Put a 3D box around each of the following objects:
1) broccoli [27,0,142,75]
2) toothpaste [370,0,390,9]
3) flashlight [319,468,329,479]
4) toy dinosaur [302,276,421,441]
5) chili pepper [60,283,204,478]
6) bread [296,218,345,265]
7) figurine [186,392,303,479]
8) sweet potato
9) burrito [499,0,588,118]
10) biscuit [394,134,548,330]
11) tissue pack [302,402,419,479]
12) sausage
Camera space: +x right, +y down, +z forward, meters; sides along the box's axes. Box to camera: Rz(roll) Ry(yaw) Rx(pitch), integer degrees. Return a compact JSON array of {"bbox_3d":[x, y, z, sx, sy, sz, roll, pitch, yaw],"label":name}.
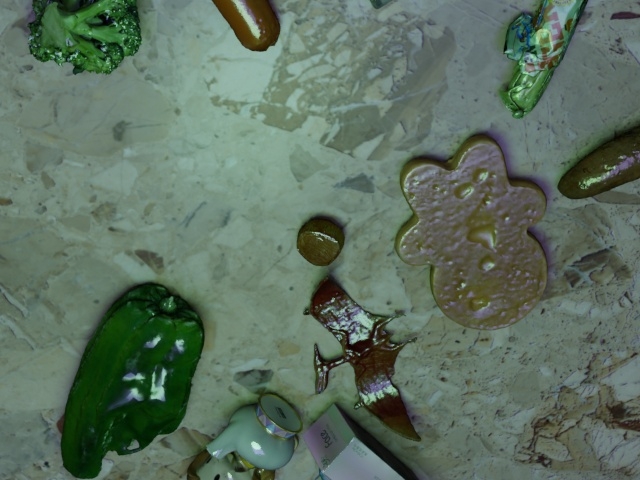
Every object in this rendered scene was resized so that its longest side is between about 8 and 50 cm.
[{"bbox_3d":[-0.367,-0.341,1.426,0.196,0.156,0.195,14,118,28],"label":"broccoli"},{"bbox_3d":[0.193,-0.460,1.451,0.282,0.068,0.099,-35,136,4],"label":"toothpaste"},{"bbox_3d":[0.018,0.483,1.810,0.051,0.051,0.129,4,117,-4],"label":"flashlight"},{"bbox_3d":[0.074,0.200,1.667,0.207,0.113,0.327,-2,109,-1],"label":"toy dinosaur"},{"bbox_3d":[-0.333,0.268,1.646,0.213,0.167,0.384,23,109,-8],"label":"chili pepper"},{"bbox_3d":[0.000,0.000,1.618,0.085,0.053,0.085,7,127,9],"label":"bread"},{"bbox_3d":[-0.145,0.414,1.726,0.190,0.142,0.263,24,110,-35],"label":"figurine"},{"bbox_3d":[0.571,-0.153,1.565,0.342,0.092,0.114,-14,136,3],"label":"sweet potato"},{"bbox_3d":[0.356,-0.338,1.502,0.104,0.054,0.287,17,109,-8],"label":"burrito"},{"bbox_3d":[0.273,-0.005,1.628,0.275,0.052,0.354,-24,111,7],"label":"biscuit"},{"bbox_3d":[0.092,0.429,1.715,0.092,0.148,0.246,-46,113,1],"label":"tissue pack"},{"bbox_3d":[-0.132,-0.385,1.455,0.076,0.076,0.197,-32,110,9],"label":"sausage"}]
